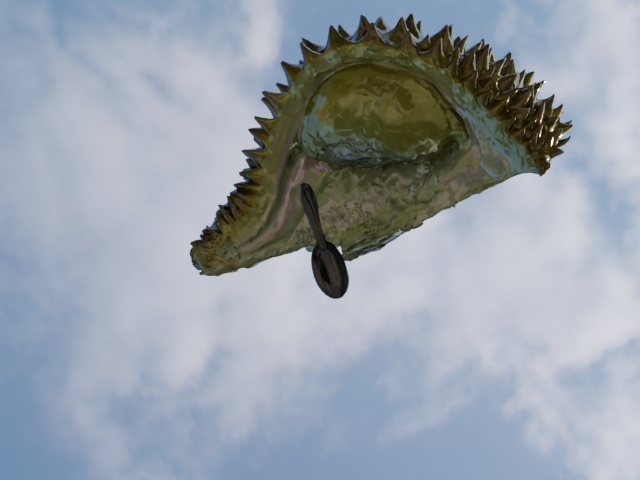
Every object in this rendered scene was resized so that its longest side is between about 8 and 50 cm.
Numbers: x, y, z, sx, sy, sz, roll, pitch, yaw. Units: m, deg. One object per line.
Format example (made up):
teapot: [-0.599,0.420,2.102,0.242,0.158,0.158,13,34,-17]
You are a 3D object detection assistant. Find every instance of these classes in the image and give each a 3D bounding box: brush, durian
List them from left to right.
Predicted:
brush: [0.000,0.000,0.870,0.024,0.008,0.083,-14,-105,-15]
durian: [0.038,-0.062,0.963,0.306,0.172,0.166,-22,-110,24]
